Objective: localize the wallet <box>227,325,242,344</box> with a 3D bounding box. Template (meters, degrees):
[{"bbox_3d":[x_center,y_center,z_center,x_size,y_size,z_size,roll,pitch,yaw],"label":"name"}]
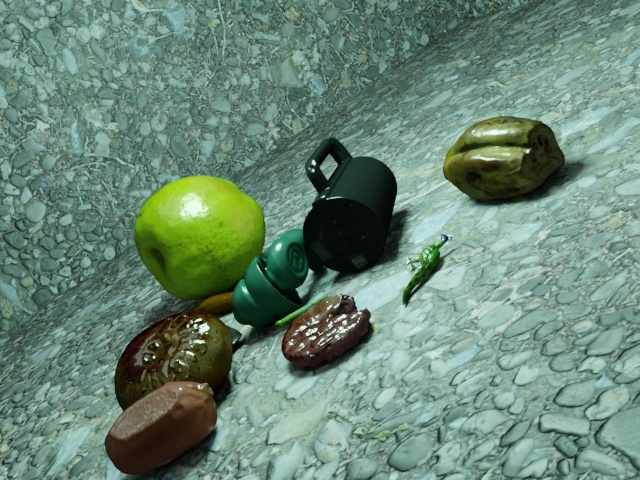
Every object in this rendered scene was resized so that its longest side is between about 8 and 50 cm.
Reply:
[{"bbox_3d":[-0.300,0.269,1.931,0.168,0.052,0.245,-40,23,-21],"label":"wallet"}]

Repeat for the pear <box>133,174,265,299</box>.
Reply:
[{"bbox_3d":[-0.341,-0.015,2.276,0.391,0.391,0.391,-28,18,10],"label":"pear"}]

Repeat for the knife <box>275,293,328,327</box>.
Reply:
[{"bbox_3d":[-0.037,0.156,1.732,0.054,0.015,0.212,-31,-4,32],"label":"knife"}]

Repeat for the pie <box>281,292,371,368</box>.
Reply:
[{"bbox_3d":[0.011,0.190,1.618,0.204,0.054,0.219,-30,20,5],"label":"pie"}]

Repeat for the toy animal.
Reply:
[{"bbox_3d":[0.208,0.063,1.656,0.075,0.041,0.217,-7,34,50],"label":"toy animal"}]

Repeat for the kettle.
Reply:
[{"bbox_3d":[0.061,-0.094,1.952,0.203,0.262,0.308,-63,1,32],"label":"kettle"}]

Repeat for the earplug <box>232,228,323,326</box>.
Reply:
[{"bbox_3d":[-0.108,0.095,1.901,0.280,0.164,0.257,-43,11,1],"label":"earplug"}]

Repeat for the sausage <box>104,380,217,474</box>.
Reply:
[{"bbox_3d":[-0.317,0.372,1.527,0.254,0.148,0.148,-33,17,1],"label":"sausage"}]

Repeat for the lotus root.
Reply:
[{"bbox_3d":[0.410,-0.194,1.789,0.193,0.193,0.291,-42,20,-30],"label":"lotus root"}]

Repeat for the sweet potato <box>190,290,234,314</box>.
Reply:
[{"bbox_3d":[-0.256,0.169,2.118,0.264,0.057,0.057,-17,22,29],"label":"sweet potato"}]

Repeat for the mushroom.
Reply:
[{"bbox_3d":[-0.330,0.277,1.713,0.297,0.163,0.278,-33,28,1],"label":"mushroom"}]
